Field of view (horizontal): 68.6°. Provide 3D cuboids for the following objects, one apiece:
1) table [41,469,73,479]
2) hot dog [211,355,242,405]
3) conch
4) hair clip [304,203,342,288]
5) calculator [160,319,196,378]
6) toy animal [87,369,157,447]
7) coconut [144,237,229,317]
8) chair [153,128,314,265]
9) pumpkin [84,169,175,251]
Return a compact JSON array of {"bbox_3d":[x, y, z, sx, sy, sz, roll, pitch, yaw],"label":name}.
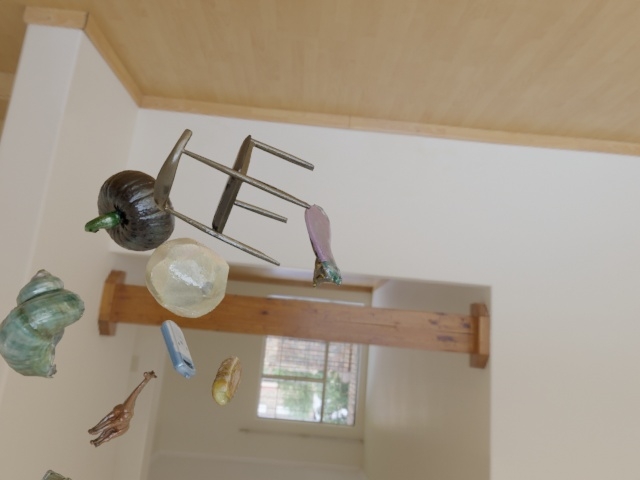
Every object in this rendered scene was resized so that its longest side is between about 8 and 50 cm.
[{"bbox_3d":[-0.550,0.540,0.985,0.083,0.079,0.062,4,138,26],"label":"table"},{"bbox_3d":[-0.267,0.394,1.340,0.061,0.087,0.286,-11,176,-4],"label":"hot dog"},{"bbox_3d":[-0.690,0.205,1.172,0.196,0.277,0.220,-9,169,-10],"label":"conch"},{"bbox_3d":[-0.001,-0.001,1.456,0.110,0.358,0.095,8,135,-13],"label":"hair clip"},{"bbox_3d":[-0.458,0.353,1.512,0.039,0.210,0.121,-29,149,-4],"label":"calculator"},{"bbox_3d":[-0.622,0.531,1.483,0.066,0.224,0.230,34,-138,24],"label":"toy animal"},{"bbox_3d":[-0.272,0.077,0.967,0.161,0.160,0.162,15,-177,-38],"label":"coconut"},{"bbox_3d":[-0.168,-0.102,0.924,0.272,0.166,0.188,21,126,-14],"label":"chair"},{"bbox_3d":[-0.563,-0.073,1.369,0.248,0.247,0.248,5,168,1],"label":"pumpkin"}]
